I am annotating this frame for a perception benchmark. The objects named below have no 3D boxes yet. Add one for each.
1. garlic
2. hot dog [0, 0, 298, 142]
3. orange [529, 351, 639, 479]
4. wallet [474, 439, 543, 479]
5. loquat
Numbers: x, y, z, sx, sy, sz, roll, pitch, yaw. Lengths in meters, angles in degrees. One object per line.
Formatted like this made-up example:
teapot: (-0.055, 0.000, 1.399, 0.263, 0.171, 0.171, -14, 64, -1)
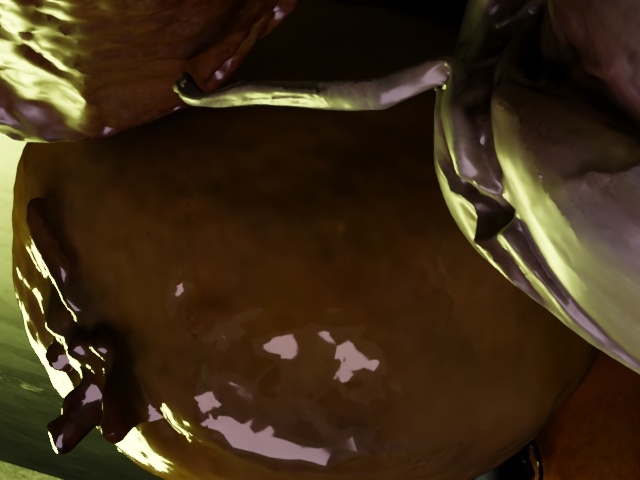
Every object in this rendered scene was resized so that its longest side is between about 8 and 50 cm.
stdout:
garlic: (0.090, -0.007, 0.532, 0.256, 0.207, 0.207, -15, 152, 21)
hot dog: (-0.091, -0.127, 0.528, 0.196, 0.122, 0.272, 13, 160, 7)
orange: (0.214, 0.160, 0.997, 0.284, 0.226, 0.284, 21, 168, 5)
wallet: (-0.011, 0.051, 1.027, 0.318, 0.045, 0.172, -3, 111, 60)
loquat: (0.000, 0.000, 0.725, 0.238, 0.193, 0.238, -3, -163, 1)
